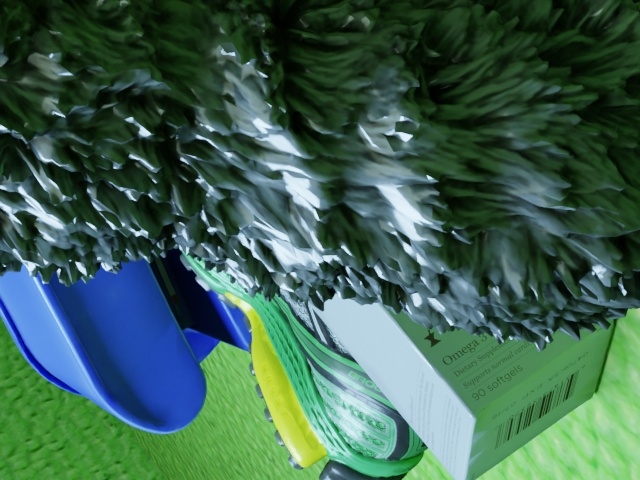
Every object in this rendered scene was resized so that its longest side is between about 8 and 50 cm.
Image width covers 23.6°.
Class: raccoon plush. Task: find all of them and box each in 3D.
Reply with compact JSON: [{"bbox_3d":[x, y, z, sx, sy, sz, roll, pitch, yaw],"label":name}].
[{"bbox_3d":[0.015,-0.028,0.549,0.446,0.299,0.216,32,134,49],"label":"raccoon plush"}]

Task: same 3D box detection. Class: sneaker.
[{"bbox_3d":[0.000,0.000,1.080,0.146,0.134,0.343,-47,65,36],"label":"sneaker"}]

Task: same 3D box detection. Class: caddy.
[{"bbox_3d":[-0.157,-0.010,1.260,0.179,0.241,0.341,25,143,51],"label":"caddy"}]

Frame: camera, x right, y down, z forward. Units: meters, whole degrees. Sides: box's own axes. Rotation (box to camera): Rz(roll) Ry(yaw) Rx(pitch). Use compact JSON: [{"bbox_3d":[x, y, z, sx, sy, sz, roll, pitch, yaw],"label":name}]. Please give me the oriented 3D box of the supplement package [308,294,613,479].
[{"bbox_3d":[0.071,0.033,0.906,0.179,0.105,0.105,49,162,26],"label":"supplement package"}]
